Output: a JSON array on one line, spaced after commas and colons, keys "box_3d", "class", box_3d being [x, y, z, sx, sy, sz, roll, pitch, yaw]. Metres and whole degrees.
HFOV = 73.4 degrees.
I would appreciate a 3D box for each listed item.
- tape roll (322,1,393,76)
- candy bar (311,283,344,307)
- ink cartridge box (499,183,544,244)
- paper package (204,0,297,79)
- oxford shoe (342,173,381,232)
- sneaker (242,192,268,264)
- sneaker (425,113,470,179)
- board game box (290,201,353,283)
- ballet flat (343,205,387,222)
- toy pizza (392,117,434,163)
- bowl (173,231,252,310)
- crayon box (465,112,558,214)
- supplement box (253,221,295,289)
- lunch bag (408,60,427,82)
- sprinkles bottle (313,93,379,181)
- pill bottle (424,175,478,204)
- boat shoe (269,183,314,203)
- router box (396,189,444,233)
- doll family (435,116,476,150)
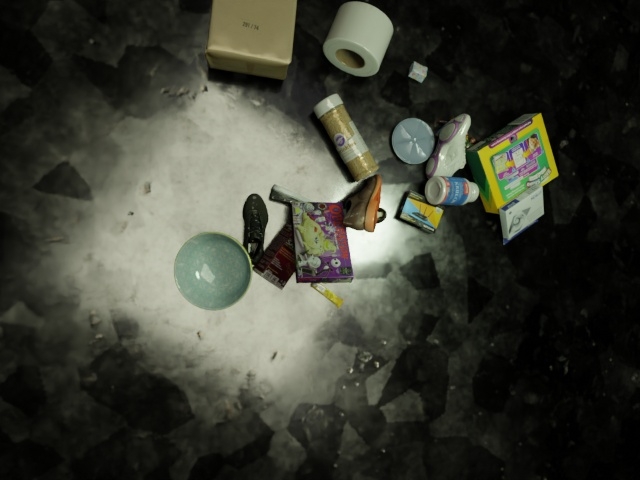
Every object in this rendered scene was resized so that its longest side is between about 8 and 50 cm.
[{"box_3d": [0.151, -0.806, 1.735, 0.246, 0.246, 0.169, 23, 84, -11], "class": "tape roll"}, {"box_3d": [0.028, 0.223, 1.805, 0.161, 0.018, 0.040, 38, 78, -9], "class": "candy bar"}, {"box_3d": [0.911, -0.107, 1.934, 0.223, 0.045, 0.224, -34, 127, -10], "class": "ink cartridge box"}, {"box_3d": [-0.270, -0.825, 1.683, 0.324, 0.168, 0.309, 6, 88, -11], "class": "paper package"}, {"box_3d": [0.171, -0.166, 1.717, 0.132, 0.364, 0.130, 5, 124, 11], "class": "oxford shoe"}, {"box_3d": [-0.255, -0.046, 1.692, 0.109, 0.130, 0.286, -1, 88, -10], "class": "sneaker"}, {"box_3d": [0.574, -0.396, 1.855, 0.152, 0.114, 0.305, 11, 122, -20], "class": "sneaker"}, {"box_3d": [0.000, 0.000, 1.620, 0.208, 0.056, 0.347, 2, 55, -14], "class": "board game box"}, {"box_3d": [0.149, -0.105, 1.798, 0.280, 0.096, 0.095, -9, 91, -12], "class": "ballet flat"}, {"box_3d": [0.407, -0.436, 1.893, 0.201, 0.032, 0.201, 0, 91, -12], "class": "toy pizza"}, {"box_3d": [-0.391, 0.107, 1.635, 0.289, 0.156, 0.289, 0, 94, 0], "class": "bowl"}, {"box_3d": [0.858, -0.343, 1.922, 0.363, 0.106, 0.313, -31, 110, -11], "class": "crayon box"}, {"box_3d": [-0.143, 0.062, 1.718, 0.130, 0.073, 0.239, 40, 80, -39], "class": "supplement box"}, {"box_3d": [0.430, -0.746, 1.892, 0.071, 0.053, 0.083, 21, 59, -11], "class": "lunch bag"}, {"box_3d": [0.108, -0.423, 1.781, 0.121, 0.121, 0.355, -32, 96, -11], "class": "sprinkles bottle"}, {"box_3d": [0.576, -0.215, 1.867, 0.221, 0.124, 0.124, -2, 90, -28], "class": "pill bottle"}, {"box_3d": [-0.101, -0.151, 1.756, 0.228, 0.080, 0.076, 24, 93, -11], "class": "boat shoe"}, {"box_3d": [0.439, -0.124, 1.887, 0.179, 0.046, 0.133, 23, 84, -11], "class": "router box"}, {"box_3d": [0.606, -0.468, 1.914, 0.193, 0.076, 0.111, 37, 98, -13], "class": "doll family"}]
